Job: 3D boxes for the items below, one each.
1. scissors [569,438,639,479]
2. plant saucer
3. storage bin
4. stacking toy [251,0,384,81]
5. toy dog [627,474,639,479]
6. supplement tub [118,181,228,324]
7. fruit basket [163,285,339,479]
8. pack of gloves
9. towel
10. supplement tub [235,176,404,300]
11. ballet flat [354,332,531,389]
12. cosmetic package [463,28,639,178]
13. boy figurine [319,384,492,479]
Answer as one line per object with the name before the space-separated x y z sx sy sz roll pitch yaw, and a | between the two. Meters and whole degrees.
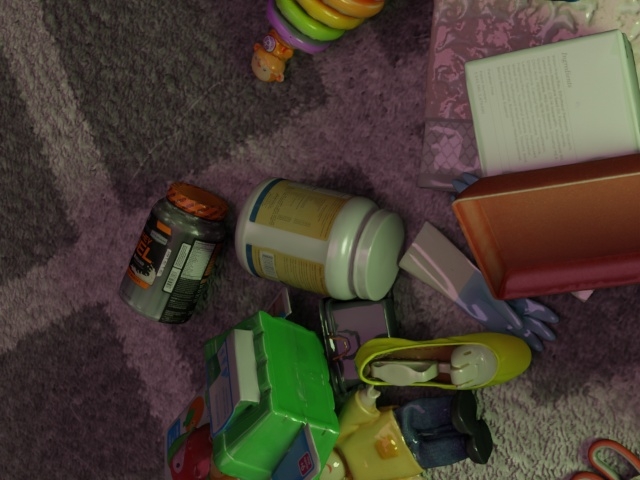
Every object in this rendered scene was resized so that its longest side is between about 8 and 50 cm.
scissors | 0.436 0.383 1.457 0.297 0.021 0.109 46 109 18
plant saucer | 0.305 -0.018 1.349 0.259 0.258 0.047 -8 59 17
storage bin | 0.059 0.138 1.592 0.091 0.098 0.135 -12 88 16
stacking toy | -0.009 -0.324 1.579 0.175 0.166 0.302 53 127 10
toy dog | 0.506 0.368 1.337 0.333 0.161 0.220 46 104 14
supplement tub | -0.212 0.018 1.698 0.117 0.117 0.190 29 105 21
fruit basket | -0.131 0.279 1.582 0.353 0.165 0.327 -44 34 27
pack of gloves | 0.233 0.031 1.492 0.232 0.046 0.195 36 120 11
towel | 0.290 -0.201 1.478 0.332 0.053 0.317 9 97 24
supplement tub | 0.000 0.000 1.577 0.200 0.144 0.144 15 99 24
ballet flat | 0.156 0.163 1.492 0.231 0.077 0.077 -1 103 12
cosmetic package | 0.283 -0.153 1.366 0.184 0.151 0.151 -9 91 20
boy figurine | 0.083 0.277 1.577 0.285 0.092 0.177 -18 104 22
